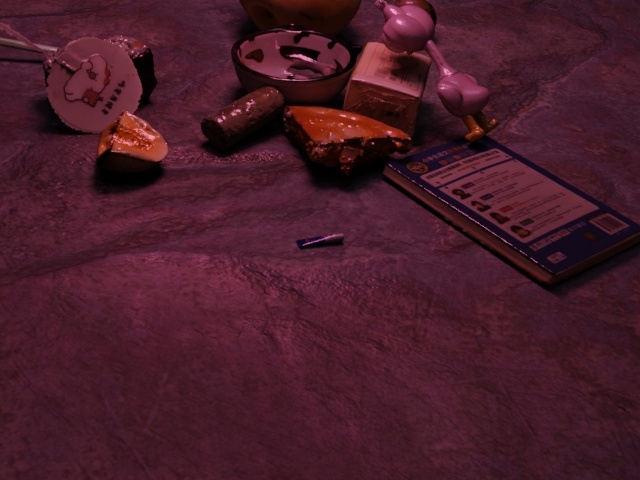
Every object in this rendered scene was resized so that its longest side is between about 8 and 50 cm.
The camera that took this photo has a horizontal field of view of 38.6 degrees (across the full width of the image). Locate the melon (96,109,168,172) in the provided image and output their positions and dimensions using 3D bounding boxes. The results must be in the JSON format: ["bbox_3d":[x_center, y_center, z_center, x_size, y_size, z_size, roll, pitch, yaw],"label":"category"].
[{"bbox_3d":[-0.354,-0.163,1.707,0.128,0.079,0.160,21,31,-15],"label":"melon"}]

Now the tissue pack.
[{"bbox_3d":[0.146,-0.328,2.002,0.159,0.125,0.234,15,34,3],"label":"tissue pack"}]

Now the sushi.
[{"bbox_3d":[-0.453,-0.339,1.889,0.225,0.126,0.136,-16,42,-30],"label":"sushi"}]

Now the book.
[{"bbox_3d":[0.368,-0.076,1.760,0.300,0.039,0.428,-20,43,-36],"label":"book"}]

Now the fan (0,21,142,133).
[{"bbox_3d":[-0.499,-0.340,1.777,0.329,0.191,0.009,34,-12,-24],"label":"fan"}]

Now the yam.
[{"bbox_3d":[-0.157,-0.250,1.847,0.078,0.078,0.179,30,50,28],"label":"yam"}]

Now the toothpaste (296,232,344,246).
[{"bbox_3d":[0.000,0.000,1.592,0.083,0.015,0.024,-8,30,-15],"label":"toothpaste"}]

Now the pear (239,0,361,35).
[{"bbox_3d":[-0.050,-0.636,2.272,0.309,0.309,0.309,6,34,-4],"label":"pear"}]

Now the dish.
[{"bbox_3d":[-0.058,-0.362,2.006,0.302,0.120,0.303,3,35,-2],"label":"dish"}]

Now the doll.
[{"bbox_3d":[0.241,-0.372,1.918,0.365,0.094,0.160,49,35,5],"label":"doll"}]

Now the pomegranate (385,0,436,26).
[{"bbox_3d":[0.228,-0.594,2.395,0.138,0.125,0.163,-29,92,-35],"label":"pomegranate"}]

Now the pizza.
[{"bbox_3d":[0.034,-0.193,1.816,0.289,0.082,0.229,15,26,15],"label":"pizza"}]

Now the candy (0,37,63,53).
[{"bbox_3d":[-0.667,-0.434,2.019,0.439,0.119,0.119,6,34,-16],"label":"candy"}]
